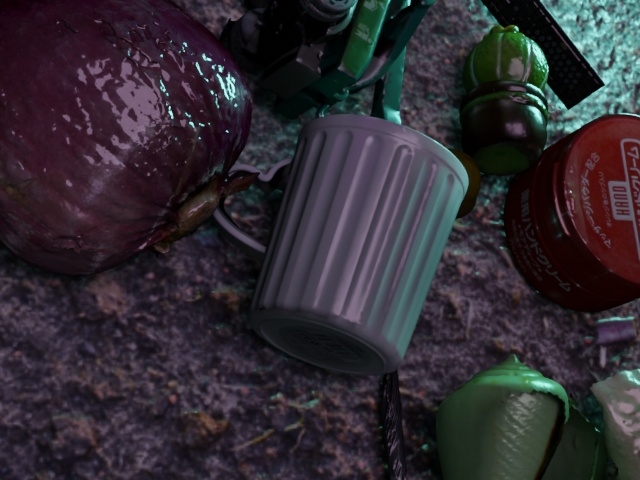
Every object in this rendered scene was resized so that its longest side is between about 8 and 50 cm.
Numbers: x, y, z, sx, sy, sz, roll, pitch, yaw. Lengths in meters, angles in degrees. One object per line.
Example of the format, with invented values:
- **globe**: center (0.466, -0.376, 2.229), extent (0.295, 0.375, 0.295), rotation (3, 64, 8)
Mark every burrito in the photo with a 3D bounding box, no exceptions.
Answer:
- **burrito**: center (0.370, 0.318, 1.335), extent (0.117, 0.076, 0.392), rotation (-11, 77, -28)

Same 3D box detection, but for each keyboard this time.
- **keyboard**: center (0.232, -0.234, 1.465), extent (0.198, 0.064, 0.010), rotation (51, 50, -2)

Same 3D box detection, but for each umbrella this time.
- **umbrella**: center (0.069, 0.213, 1.264), extent (0.044, 0.044, 0.269), rotation (-3, 63, 1)

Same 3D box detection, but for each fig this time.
- **fig**: center (0.118, -0.058, 1.351), extent (0.088, 0.074, 0.074), rotation (3, 70, -1)

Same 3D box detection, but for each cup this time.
- **cup**: center (0.010, 0.007, 1.252), extent (0.167, 0.221, 0.202), rotation (43, 57, -46)

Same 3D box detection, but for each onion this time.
- **onion**: center (-0.223, -0.145, 1.151), extent (0.267, 0.159, 0.348), rotation (-42, 86, -17)

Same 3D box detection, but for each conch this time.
- **conch**: center (0.194, 0.233, 1.247), extent (0.143, 0.137, 0.250), rotation (-9, 77, -28)

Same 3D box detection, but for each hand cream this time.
- **hand cream**: center (0.298, -0.026, 1.391), extent (0.193, 0.125, 0.193), rotation (8, 69, -22)

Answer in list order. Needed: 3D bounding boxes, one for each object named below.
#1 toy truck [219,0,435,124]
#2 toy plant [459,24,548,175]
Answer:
- **toy truck**: center (0.038, -0.272, 1.339), extent (0.178, 0.176, 0.363), rotation (27, 64, -24)
- **toy plant**: center (0.193, -0.153, 1.400), extent (0.093, 0.093, 0.162), rotation (16, 61, -19)
